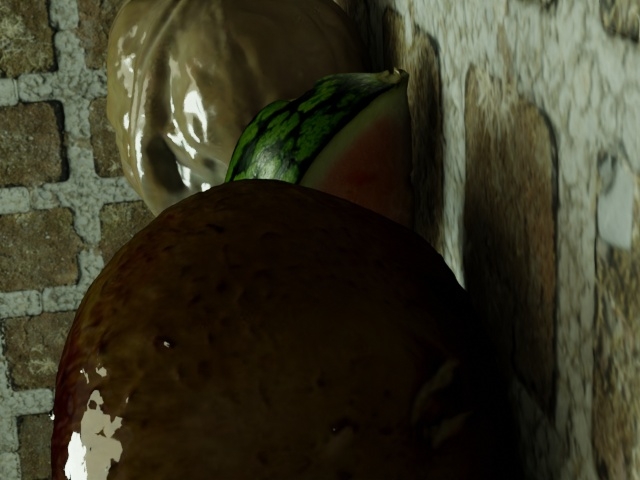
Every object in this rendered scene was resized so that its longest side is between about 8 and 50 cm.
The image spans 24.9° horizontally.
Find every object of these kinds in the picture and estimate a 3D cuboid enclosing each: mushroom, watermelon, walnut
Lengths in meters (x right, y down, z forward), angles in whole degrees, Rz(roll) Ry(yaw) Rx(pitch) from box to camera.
[{"bbox_3d":[-0.030,0.121,0.988,0.356,0.334,0.330,-171,77,-66],"label":"mushroom"},{"bbox_3d":[-0.024,-0.010,1.169,0.128,0.159,0.303,39,147,33],"label":"watermelon"},{"bbox_3d":[-0.071,-0.120,1.290,0.273,0.227,0.273,167,90,-77],"label":"walnut"}]
